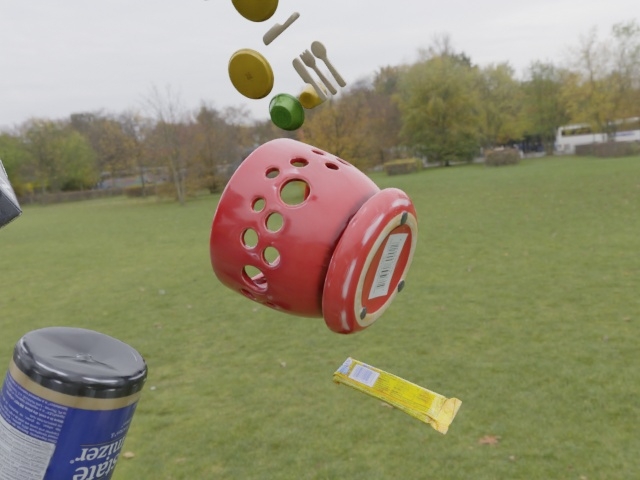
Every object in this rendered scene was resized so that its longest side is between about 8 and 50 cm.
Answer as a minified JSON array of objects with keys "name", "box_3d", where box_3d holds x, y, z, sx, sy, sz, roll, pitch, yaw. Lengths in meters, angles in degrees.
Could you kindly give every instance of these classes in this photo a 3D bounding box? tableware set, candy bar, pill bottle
[{"name":"tableware set","box_3d":[-0.049,-0.174,0.548,0.104,0.154,0.024,-29,16,40]},{"name":"candy bar","box_3d":[0.077,0.165,0.683,0.161,0.018,0.040,14,56,43]},{"name":"pill bottle","box_3d":[-0.257,0.204,0.595,0.123,0.219,0.123,20,7,-3]}]

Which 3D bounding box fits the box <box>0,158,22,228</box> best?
[{"name":"box","box_3d":[-0.464,-0.208,0.582,0.097,0.395,0.318,-36,48,-13]}]

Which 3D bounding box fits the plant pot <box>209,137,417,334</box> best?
[{"name":"plant pot","box_3d":[0.000,0.000,0.690,0.174,0.191,0.191,24,22,28]}]
